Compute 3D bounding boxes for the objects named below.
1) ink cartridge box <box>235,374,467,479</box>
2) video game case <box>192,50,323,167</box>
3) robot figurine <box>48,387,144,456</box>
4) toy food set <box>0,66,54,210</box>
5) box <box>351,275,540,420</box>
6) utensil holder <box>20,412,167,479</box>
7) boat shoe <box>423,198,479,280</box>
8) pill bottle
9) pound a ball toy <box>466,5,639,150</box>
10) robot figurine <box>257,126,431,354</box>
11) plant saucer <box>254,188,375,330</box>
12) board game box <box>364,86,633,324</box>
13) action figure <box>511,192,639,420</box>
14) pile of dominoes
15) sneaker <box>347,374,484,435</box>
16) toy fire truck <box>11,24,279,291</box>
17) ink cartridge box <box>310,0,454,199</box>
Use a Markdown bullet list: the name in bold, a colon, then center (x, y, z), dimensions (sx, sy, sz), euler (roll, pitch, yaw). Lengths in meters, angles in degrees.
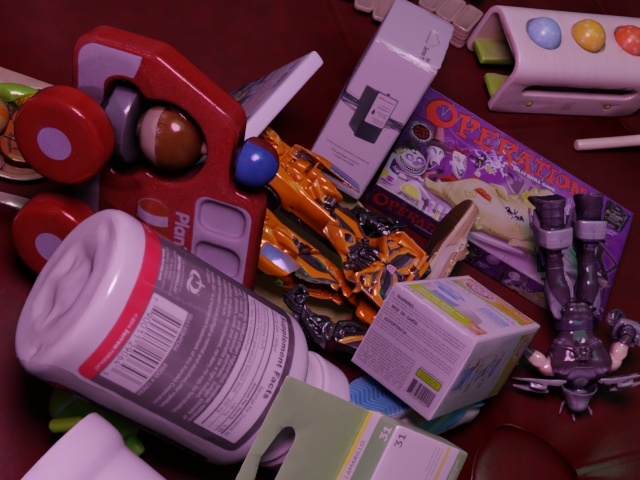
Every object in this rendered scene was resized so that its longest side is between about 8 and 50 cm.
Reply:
- **ink cartridge box**: center (0.027, 0.250, 1.082), dimensions (0.235, 0.056, 0.171), euler (29, 85, -40)
- **video game case**: center (-0.107, -0.137, 1.290), dimensions (0.023, 0.183, 0.201), euler (52, 50, -19)
- **robot figurine**: center (-0.231, 0.183, 1.107), dimensions (0.115, 0.067, 0.101), euler (51, 28, 13)
- **toy food set**: center (-0.355, -0.127, 1.260), dimensions (0.132, 0.038, 0.192), euler (16, 56, -14)
- **box**: center (0.145, 0.114, 1.213), dimensions (0.114, 0.103, 0.203), euler (36, 18, 26)
- **utensil holder**: center (-0.143, 0.386, 0.871), dimensions (0.385, 0.327, 0.327), euler (39, 53, -1)
- **boat shoe**: center (0.162, 0.011, 1.373), dimensions (0.045, 0.050, 0.135), euler (34, 92, -19)
- **pill bottle**: center (-0.125, 0.117, 1.085), dimensions (0.319, 0.176, 0.176), euler (35, 49, -30)
- **pound a ball toy**: center (0.402, -0.240, 1.598), dimensions (0.319, 0.135, 0.208), euler (-1, 61, -24)
- **robot figurine**: center (0.000, 0.000, 1.263), dimensions (0.291, 0.085, 0.211), euler (37, 54, 1)
- **plant saucer**: center (-0.041, 0.010, 1.315), dimensions (0.241, 0.037, 0.240), euler (11, 56, -18)
- **board game box**: center (0.249, -0.046, 1.472), dimensions (0.347, 0.056, 0.208), euler (31, 49, -4)
- **action figure**: center (0.317, 0.084, 1.356), dimensions (0.185, 0.099, 0.284), euler (-2, 90, -13)
- **pile of dominoes**: center (0.119, -0.375, 1.635), dimensions (0.251, 0.040, 0.196), euler (33, 53, 8)
- **sneaker**: center (0.096, 0.200, 1.233), dimensions (0.229, 0.092, 0.087), euler (0, 31, -46)
- **toy fire truck**: center (-0.170, -0.066, 1.139), dimensions (0.254, 0.302, 0.169), euler (18, 35, 8)
- **ink cartridge box**: center (0.072, -0.179, 1.352), dimensions (0.087, 0.208, 0.153), euler (29, 35, -4)
